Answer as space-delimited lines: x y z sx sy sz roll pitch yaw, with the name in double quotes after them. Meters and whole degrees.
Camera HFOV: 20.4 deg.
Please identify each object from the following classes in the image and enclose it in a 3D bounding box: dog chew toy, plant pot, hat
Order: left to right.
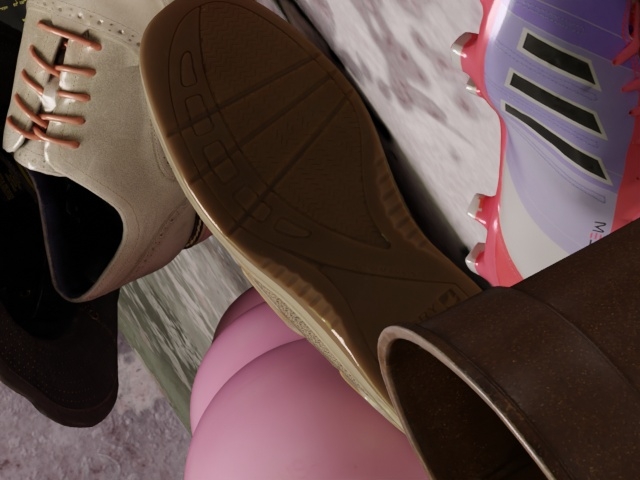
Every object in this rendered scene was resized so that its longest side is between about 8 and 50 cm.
-0.265 -0.003 1.352 0.331 0.134 0.331 -15 -90 -78 "hat"
-0.002 0.131 1.280 0.332 0.206 0.206 -111 -5 -64 "dog chew toy"
0.135 0.058 0.629 0.167 0.165 0.167 54 168 18 "plant pot"

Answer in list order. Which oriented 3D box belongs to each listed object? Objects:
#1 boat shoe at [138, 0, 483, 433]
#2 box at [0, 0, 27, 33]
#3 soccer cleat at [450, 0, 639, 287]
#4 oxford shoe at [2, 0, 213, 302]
0.000 0.000 1.102 0.341 0.121 0.110 55 167 6 "boat shoe"
-0.208 -0.181 1.477 0.257 0.079 0.322 59 160 -15 "box"
0.109 -0.048 0.714 0.095 0.083 0.248 21 148 18 "soccer cleat"
-0.142 -0.113 1.195 0.140 0.146 0.397 25 141 29 "oxford shoe"
